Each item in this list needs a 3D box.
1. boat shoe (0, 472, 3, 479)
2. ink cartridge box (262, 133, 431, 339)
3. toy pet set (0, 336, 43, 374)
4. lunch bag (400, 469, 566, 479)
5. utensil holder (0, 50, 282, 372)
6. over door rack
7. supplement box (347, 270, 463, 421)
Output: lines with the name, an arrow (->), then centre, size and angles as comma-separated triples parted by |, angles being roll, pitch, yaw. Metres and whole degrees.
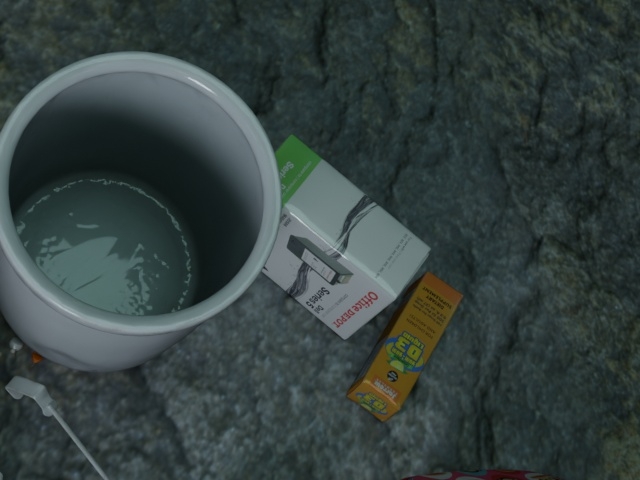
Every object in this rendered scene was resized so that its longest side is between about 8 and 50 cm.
boat shoe -> -0.447, 0.315, 1.380 | 0.096, 0.098, 0.277 | -17, 74, -23
ink cartridge box -> 0.000, 0.000, 1.652 | 0.273, 0.198, 0.115 | 40, 59, -2
toy pet set -> -0.448, 0.161, 1.487 | 0.122, 0.065, 0.114 | 28, 25, -13
lunch bag -> 0.252, 0.395, 1.564 | 0.293, 0.258, 0.120 | 5, 95, -33
utensil holder -> -0.257, -0.012, 1.380 | 0.327, 0.385, 0.328 | 5, 74, -18
over door rack -> -0.321, 0.363, 1.339 | 0.324, 0.108, 0.240 | 55, 50, -27
supplement box -> 0.134, 0.164, 1.709 | 0.078, 0.080, 0.233 | 35, 61, -3
